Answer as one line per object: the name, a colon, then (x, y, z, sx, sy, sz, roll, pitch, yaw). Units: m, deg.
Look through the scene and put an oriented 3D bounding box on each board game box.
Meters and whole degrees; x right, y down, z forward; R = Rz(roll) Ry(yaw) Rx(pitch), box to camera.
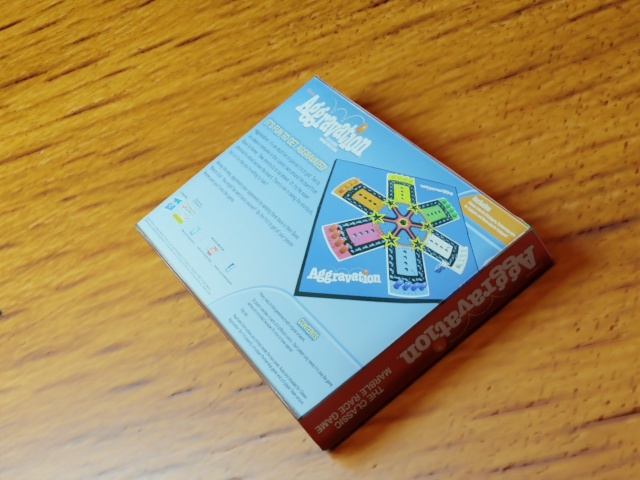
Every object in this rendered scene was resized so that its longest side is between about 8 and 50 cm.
board game box: (0.000, 0.000, 0.979, 0.145, 0.027, 0.281, -41, 29, -4)
